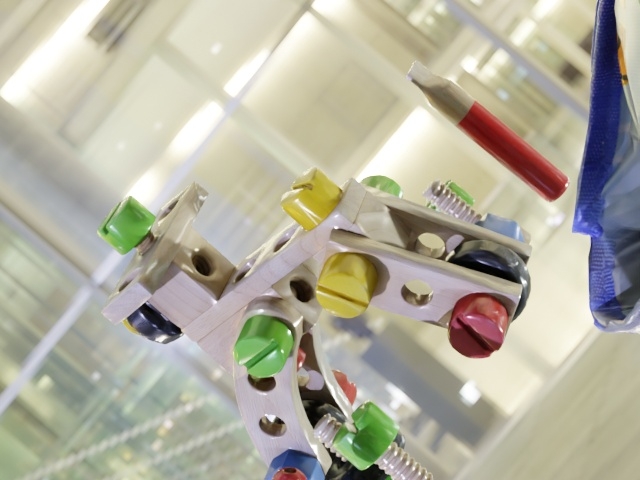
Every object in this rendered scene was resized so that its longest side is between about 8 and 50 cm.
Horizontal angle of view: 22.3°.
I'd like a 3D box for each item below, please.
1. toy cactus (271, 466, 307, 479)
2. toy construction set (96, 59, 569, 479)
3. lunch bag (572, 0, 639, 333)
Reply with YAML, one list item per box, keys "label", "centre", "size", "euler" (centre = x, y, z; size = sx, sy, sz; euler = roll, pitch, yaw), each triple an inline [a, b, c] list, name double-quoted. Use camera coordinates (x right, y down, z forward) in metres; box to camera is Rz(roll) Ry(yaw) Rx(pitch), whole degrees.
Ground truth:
- label: "toy cactus"
  centre: [0.034, 0.235, 0.867]
  size: [0.112, 0.219, 0.181]
  euler: [-8, -59, -52]
- label: "toy construction set"
  centre: [0.000, 0.000, 1.078]
  size: [0.309, 0.237, 0.257]
  euler: [-54, 8, -28]
- label: "lunch bag"
  centre: [0.285, -0.077, 0.682]
  size: [0.385, 0.327, 0.239]
  euler: [85, -174, -57]
